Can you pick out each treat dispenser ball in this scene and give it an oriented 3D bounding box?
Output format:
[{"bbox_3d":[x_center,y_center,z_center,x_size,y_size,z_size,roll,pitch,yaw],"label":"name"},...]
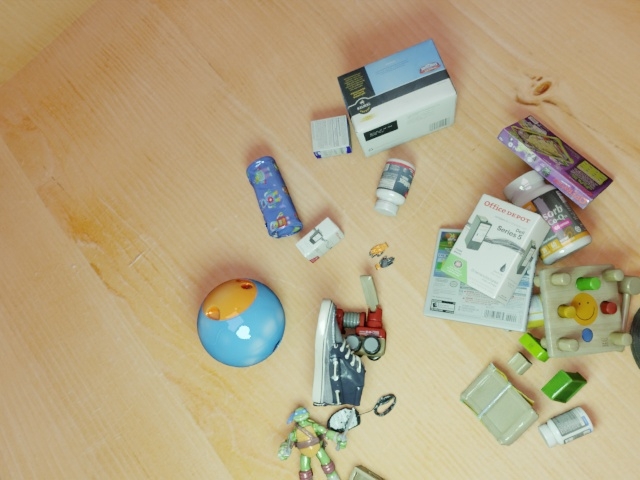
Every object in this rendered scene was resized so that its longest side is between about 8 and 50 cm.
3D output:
[{"bbox_3d":[-0.258,0.268,1.738,0.287,0.288,0.289,-3,76,12],"label":"treat dispenser ball"}]

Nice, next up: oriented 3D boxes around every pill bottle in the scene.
[{"bbox_3d":[0.707,-0.075,1.674,0.162,0.162,0.279,-29,73,4],"label":"pill bottle"},{"bbox_3d":[0.721,0.553,1.565,0.137,0.078,0.078,-26,73,5],"label":"pill bottle"},{"bbox_3d":[0.251,-0.180,1.828,0.107,0.108,0.180,18,82,16],"label":"pill bottle"},{"bbox_3d":[0.654,0.219,1.646,0.183,0.103,0.103,-11,75,10],"label":"pill bottle"}]

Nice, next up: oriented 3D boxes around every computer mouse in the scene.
[{"bbox_3d":[0.134,0.559,1.719,0.241,0.041,0.071,-21,78,0],"label":"computer mouse"}]

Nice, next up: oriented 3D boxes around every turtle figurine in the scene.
[{"bbox_3d":[-0.020,0.659,1.622,0.274,0.197,0.267,-15,91,49],"label":"turtle figurine"}]

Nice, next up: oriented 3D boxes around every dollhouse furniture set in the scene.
[{"bbox_3d":[0.612,0.456,1.621,0.302,0.151,0.198,-52,50,15],"label":"dollhouse furniture set"}]

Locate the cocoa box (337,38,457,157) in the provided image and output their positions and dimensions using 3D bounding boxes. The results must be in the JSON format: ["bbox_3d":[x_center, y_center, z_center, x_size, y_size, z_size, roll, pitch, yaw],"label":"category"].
[{"bbox_3d":[0.264,-0.483,1.831,0.346,0.231,0.228,-20,73,7],"label":"cocoa box"}]

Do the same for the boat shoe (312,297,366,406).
[{"bbox_3d":[0.064,0.345,1.618,0.157,0.127,0.341,5,104,6],"label":"boat shoe"}]

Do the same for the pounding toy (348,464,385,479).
[{"bbox_3d":[0.152,0.791,1.635,0.141,0.100,0.130,23,82,27],"label":"pounding toy"}]

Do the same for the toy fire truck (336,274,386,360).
[{"bbox_3d":[0.111,0.251,1.746,0.216,0.158,0.247,3,66,14],"label":"toy fire truck"}]

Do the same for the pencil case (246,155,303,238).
[{"bbox_3d":[-0.171,-0.148,1.907,0.133,0.119,0.306,-28,73,16],"label":"pencil case"}]

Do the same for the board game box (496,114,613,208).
[{"bbox_3d":[0.754,-0.261,1.705,0.347,0.208,0.056,47,133,18],"label":"board game box"}]

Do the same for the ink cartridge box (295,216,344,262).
[{"bbox_3d":[0.000,0.000,1.838,0.150,0.109,0.063,-40,69,1],"label":"ink cartridge box"}]

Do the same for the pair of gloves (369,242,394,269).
[{"bbox_3d":[0.211,0.055,1.831,0.074,0.010,0.083,-28,73,5],"label":"pair of gloves"}]

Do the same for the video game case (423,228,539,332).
[{"bbox_3d":[0.502,0.115,1.674,0.328,0.036,0.300,4,77,39],"label":"video game case"}]

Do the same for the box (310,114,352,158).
[{"bbox_3d":[0.040,-0.377,1.939,0.137,0.072,0.126,-7,75,11],"label":"box"}]

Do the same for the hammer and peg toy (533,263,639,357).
[{"bbox_3d":[0.806,0.203,1.540,0.360,0.127,0.266,-2,84,-16],"label":"hammer and peg toy"}]

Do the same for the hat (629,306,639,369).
[{"bbox_3d":[1.083,0.297,1.520,0.330,0.134,0.332,-3,77,12],"label":"hat"}]

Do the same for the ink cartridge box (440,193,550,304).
[{"bbox_3d":[0.523,0.023,1.591,0.198,0.114,0.273,31,94,41],"label":"ink cartridge box"}]
